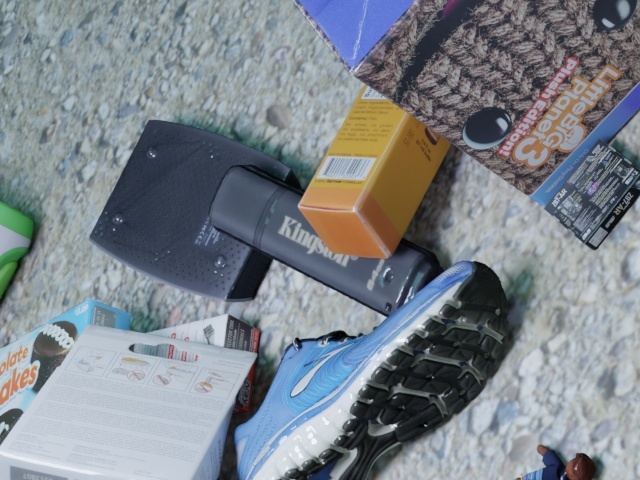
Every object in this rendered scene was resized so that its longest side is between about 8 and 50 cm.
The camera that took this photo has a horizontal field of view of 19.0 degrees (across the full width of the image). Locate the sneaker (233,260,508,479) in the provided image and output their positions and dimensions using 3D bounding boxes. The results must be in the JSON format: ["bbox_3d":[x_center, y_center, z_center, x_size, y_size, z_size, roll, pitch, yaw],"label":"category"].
[{"bbox_3d":[0.030,0.122,1.762,0.330,0.129,0.147,-42,47,19],"label":"sneaker"}]

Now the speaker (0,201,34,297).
[{"bbox_3d":[-0.452,0.083,2.253,0.131,0.131,0.297,22,84,48],"label":"speaker"}]

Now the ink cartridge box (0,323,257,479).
[{"bbox_3d":[-0.179,0.175,1.834,0.189,0.066,0.232,10,27,12],"label":"ink cartridge box"}]

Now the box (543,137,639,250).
[{"bbox_3d":[0.249,-0.042,1.723,0.083,0.018,0.067,-53,42,8],"label":"box"}]

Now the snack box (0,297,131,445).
[{"bbox_3d":[-0.323,0.201,2.068,0.322,0.060,0.187,-28,49,45],"label":"snack box"}]

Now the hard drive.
[{"bbox_3d":[-0.132,-0.029,2.059,0.254,0.054,0.172,21,82,47],"label":"hard drive"}]

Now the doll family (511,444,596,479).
[{"bbox_3d":[0.177,0.247,1.590,0.111,0.076,0.193,-33,45,33],"label":"doll family"}]

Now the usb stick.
[{"bbox_3d":[0.000,0.000,1.881,0.278,0.045,0.077,27,85,35],"label":"usb stick"}]

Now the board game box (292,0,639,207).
[{"bbox_3d":[0.164,-0.204,1.693,0.232,0.291,0.141,-48,44,14],"label":"board game box"}]

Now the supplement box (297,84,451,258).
[{"bbox_3d":[0.071,-0.097,1.836,0.080,0.078,0.233,6,55,41],"label":"supplement box"}]

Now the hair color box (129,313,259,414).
[{"bbox_3d":[-0.145,0.139,1.977,0.167,0.053,0.093,-15,58,40],"label":"hair color box"}]
